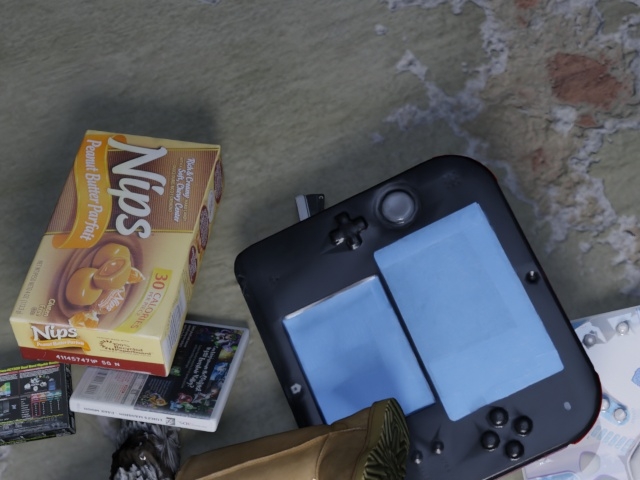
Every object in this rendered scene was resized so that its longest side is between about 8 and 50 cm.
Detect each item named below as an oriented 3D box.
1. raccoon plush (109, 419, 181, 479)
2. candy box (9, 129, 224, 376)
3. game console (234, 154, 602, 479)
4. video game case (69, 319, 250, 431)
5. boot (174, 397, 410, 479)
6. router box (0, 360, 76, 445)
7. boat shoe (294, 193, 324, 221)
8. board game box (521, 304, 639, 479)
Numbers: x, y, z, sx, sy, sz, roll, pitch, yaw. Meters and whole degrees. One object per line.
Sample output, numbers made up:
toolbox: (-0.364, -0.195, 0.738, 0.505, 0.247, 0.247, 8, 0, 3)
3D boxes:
raccoon plush: (-0.297, 0.406, 1.354, 0.299, 0.216, 0.446, -16, 35, 12)
candy box: (-0.242, 0.008, 1.476, 0.183, 0.087, 0.316, 7, 50, 6)
game console: (0.112, 0.114, 1.416, 0.342, 0.060, 0.386, -24, 69, 0)
video game case: (-0.189, 0.154, 1.436, 0.173, 0.022, 0.190, 7, 30, 6)
boot: (-0.042, 0.281, 1.291, 0.270, 0.236, 0.089, -19, 105, 19)
router box: (-0.369, 0.202, 1.474, 0.123, 0.038, 0.092, -9, 68, -1)
boat shoe: (0.000, 0.000, 1.533, 0.040, 0.049, 0.142, -13, 65, -3)
board game box: (0.428, 0.248, 1.366, 0.390, 0.050, 0.389, -13, 67, 9)
